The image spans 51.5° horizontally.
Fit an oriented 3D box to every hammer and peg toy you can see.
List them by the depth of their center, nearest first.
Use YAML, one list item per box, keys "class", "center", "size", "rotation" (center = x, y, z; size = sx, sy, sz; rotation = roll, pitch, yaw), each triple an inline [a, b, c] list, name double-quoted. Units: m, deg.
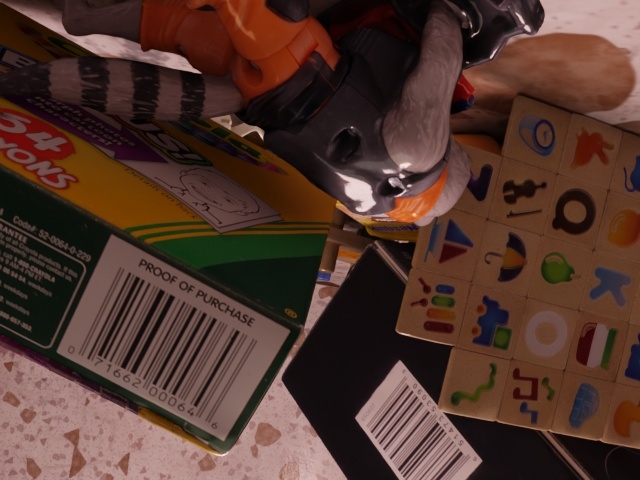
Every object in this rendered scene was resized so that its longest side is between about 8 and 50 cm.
- class: "hammer and peg toy"
  center: [0.000, 0.000, 1.211]
  size: [0.361, 0.127, 0.266]
  rotation: [16, 172, -27]

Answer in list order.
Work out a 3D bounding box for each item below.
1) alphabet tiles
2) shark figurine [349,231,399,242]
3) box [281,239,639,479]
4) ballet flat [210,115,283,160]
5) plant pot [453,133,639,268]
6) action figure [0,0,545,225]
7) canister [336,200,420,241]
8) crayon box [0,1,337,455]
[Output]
- class: "alphabet tiles"
  center: [0.242, 0.036, 0.609]
  size: [0.342, 0.285, 0.011]
  rotation: [14, 178, -16]
- class: "shark figurine"
  center: [0.054, 0.038, 1.433]
  size: [0.278, 0.116, 0.166]
  rotation: [13, 170, -24]
- class: "box"
  center: [0.285, 0.265, 0.994]
  size: [0.471, 0.297, 0.480]
  rotation: [4, -143, -45]
- class: "ballet flat"
  center: [-0.120, -0.124, 0.778]
  size: [0.086, 0.086, 0.248]
  rotation: [6, 171, 32]
- class: "plant pot"
  center: [0.216, -0.013, 0.695]
  size: [0.188, 0.205, 0.205]
  rotation: [-4, 171, -1]
- class: "action figure"
  center: [-0.035, -0.101, 0.489]
  size: [0.330, 0.179, 0.341]
  rotation: [25, 165, -21]
- class: "canister"
  center: [0.093, -0.054, 0.920]
  size: [0.126, 0.073, 0.170]
  rotation: [6, 168, 30]
- class: "crayon box"
  center: [-0.173, -0.050, 0.488]
  size: [0.363, 0.106, 0.313]
  rotation: [29, -161, -5]
